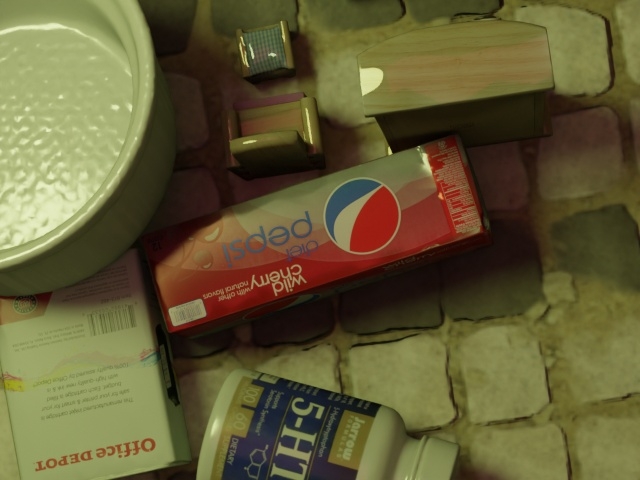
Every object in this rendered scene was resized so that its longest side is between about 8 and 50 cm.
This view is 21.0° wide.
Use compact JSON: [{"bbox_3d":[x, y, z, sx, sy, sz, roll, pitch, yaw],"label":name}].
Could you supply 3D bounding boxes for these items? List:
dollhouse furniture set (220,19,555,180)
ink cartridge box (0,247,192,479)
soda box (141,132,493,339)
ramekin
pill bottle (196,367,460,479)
[{"bbox_3d":[0.044,-0.227,1.328,0.286,0.198,0.303,-8,82,6],"label":"dollhouse furniture set"},{"bbox_3d":[-0.184,0.107,1.379,0.127,0.072,0.175,-12,81,6],"label":"ink cartridge box"},{"bbox_3d":[0.000,0.000,1.359,0.263,0.092,0.083,-17,81,5],"label":"soda box"},{"bbox_3d":[-0.244,-0.089,1.326,0.277,0.135,0.277,-3,72,9],"label":"ramekin"},{"bbox_3d":[0.008,0.173,1.328,0.186,0.112,0.112,14,85,8],"label":"pill bottle"}]
